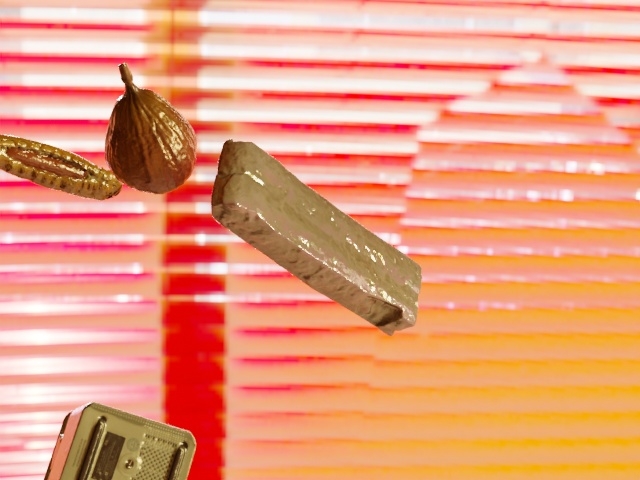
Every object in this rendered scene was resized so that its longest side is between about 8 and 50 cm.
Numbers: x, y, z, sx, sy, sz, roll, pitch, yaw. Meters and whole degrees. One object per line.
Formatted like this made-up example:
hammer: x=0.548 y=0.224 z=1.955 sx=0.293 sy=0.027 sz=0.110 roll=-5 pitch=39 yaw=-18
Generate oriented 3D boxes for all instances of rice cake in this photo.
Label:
rice cake: x=0.001 y=0.002 z=1.459 sx=0.298 sy=0.050 sz=0.106 roll=35 pitch=-139 yaw=-28

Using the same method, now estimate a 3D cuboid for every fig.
fig: x=-0.198 y=-0.134 z=1.540 sx=0.119 sy=0.153 sz=0.119 roll=4 pitch=-168 yaw=-1

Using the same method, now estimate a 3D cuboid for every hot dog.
hot dog: x=-0.466 y=-0.124 z=2.180 sx=0.289 sy=0.068 sz=0.083 roll=16 pitch=166 yaw=-31

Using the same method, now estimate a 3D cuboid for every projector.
projector: x=-0.303 y=0.336 z=1.923 sx=0.177 sy=0.163 sz=0.242 roll=21 pitch=164 yaw=-13
